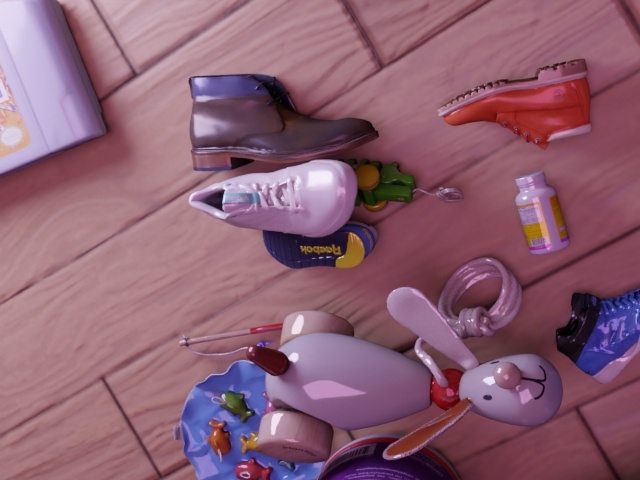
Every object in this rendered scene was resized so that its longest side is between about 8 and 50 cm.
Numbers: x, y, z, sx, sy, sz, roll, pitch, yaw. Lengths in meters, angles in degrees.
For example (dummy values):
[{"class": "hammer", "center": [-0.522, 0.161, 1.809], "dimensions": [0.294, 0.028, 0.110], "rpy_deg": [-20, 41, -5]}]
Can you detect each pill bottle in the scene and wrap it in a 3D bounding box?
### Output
[{"class": "pill bottle", "center": [0.056, 0.331, 1.056], "dimensions": [0.182, 0.323, 0.181], "rpy_deg": [2, 100, 10]}, {"class": "pill bottle", "center": [0.231, -0.029, 1.090], "dimensions": [0.043, 0.043, 0.083], "rpy_deg": [-15, 96, 18]}]

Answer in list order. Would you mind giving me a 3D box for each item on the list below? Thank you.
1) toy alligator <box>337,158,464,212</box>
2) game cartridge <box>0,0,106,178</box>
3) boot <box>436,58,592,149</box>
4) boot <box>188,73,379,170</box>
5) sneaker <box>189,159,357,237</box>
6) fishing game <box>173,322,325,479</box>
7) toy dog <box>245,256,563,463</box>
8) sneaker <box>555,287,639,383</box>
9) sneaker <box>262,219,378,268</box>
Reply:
[{"class": "toy alligator", "center": [0.063, -0.066, 1.128], "dimensions": [0.190, 0.056, 0.051], "rpy_deg": [0, 60, 16]}, {"class": "game cartridge", "center": [-0.418, -0.167, 1.239], "dimensions": [0.297, 0.062, 0.198], "rpy_deg": [-20, 99, 18]}, {"class": "boot", "center": [0.202, -0.129, 1.073], "dimensions": [0.158, 0.059, 0.084], "rpy_deg": [-11, 102, 16]}, {"class": "boot", "center": [-0.049, -0.138, 1.126], "dimensions": [0.219, 0.082, 0.106], "rpy_deg": [-5, 102, 18]}, {"class": "sneaker", "center": [-0.055, -0.042, 1.092], "dimensions": [0.212, 0.094, 0.080], "rpy_deg": [-7, 82, 47]}, {"class": "fishing game", "center": [-0.085, 0.233, 1.232], "dimensions": [0.189, 0.041, 0.264], "rpy_deg": [-9, 98, 14]}, {"class": "toy dog", "center": [0.059, 0.132, 1.065], "dimensions": [0.334, 0.161, 0.220], "rpy_deg": [-24, 57, 18]}, {"class": "sneaker", "center": [0.309, 0.073, 1.080], "dimensions": [0.085, 0.058, 0.152], "rpy_deg": [35, 114, -2]}, {"class": "sneaker", "center": [0.000, 0.000, 1.158], "dimensions": [0.144, 0.059, 0.053], "rpy_deg": [8, 116, 34]}]
